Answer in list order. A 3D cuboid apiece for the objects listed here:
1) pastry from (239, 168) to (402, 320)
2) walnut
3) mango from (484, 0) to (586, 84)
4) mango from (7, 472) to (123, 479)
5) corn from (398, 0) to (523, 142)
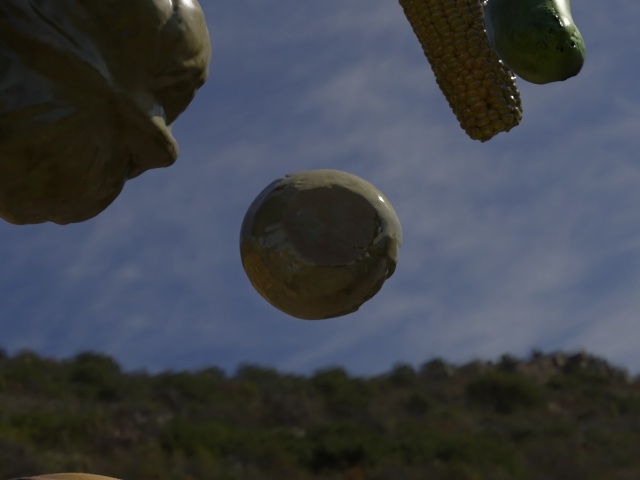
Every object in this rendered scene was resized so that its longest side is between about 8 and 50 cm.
[{"bbox_3d":[0.000,0.000,1.640,0.156,0.156,0.092,-12,-25,-18],"label":"pastry"},{"bbox_3d":[-0.248,-0.160,1.625,0.282,0.277,0.253,-27,-65,-20],"label":"walnut"},{"bbox_3d":[0.181,-0.181,1.448,0.074,0.091,0.165,-8,19,0],"label":"mango"},{"bbox_3d":[-0.185,0.274,1.380,0.187,0.144,0.359,-4,-24,-5],"label":"mango"},{"bbox_3d":[0.152,-0.266,1.985,0.101,0.310,0.101,-27,0,0],"label":"corn"}]
